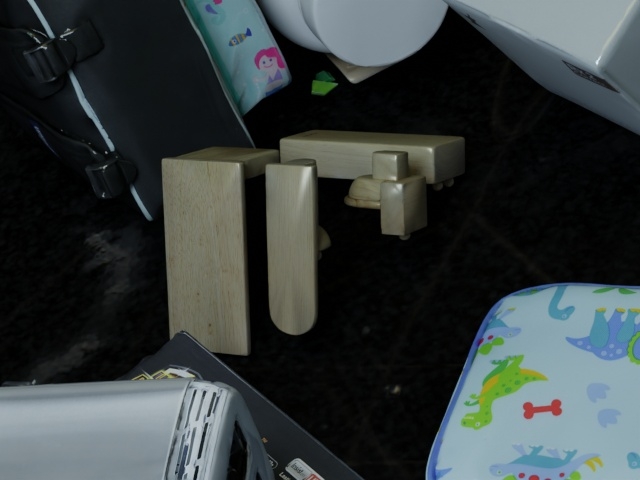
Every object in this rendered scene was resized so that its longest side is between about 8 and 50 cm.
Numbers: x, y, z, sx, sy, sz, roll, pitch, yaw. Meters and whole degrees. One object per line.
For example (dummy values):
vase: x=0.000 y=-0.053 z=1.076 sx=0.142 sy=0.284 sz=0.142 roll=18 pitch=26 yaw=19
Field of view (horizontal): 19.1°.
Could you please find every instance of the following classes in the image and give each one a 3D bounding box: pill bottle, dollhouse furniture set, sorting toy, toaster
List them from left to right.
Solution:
toaster: x=-0.107 y=0.155 z=0.935 sx=0.146 sy=0.129 sz=0.227 roll=-7 pitch=40 yaw=13
pill bottle: x=0.000 y=-0.218 z=1.369 sx=0.136 sy=0.136 sz=0.245 roll=-28 pitch=35 yaw=-6
dollhouse furniture set: x=0.000 y=0.000 z=1.235 sx=0.144 sy=0.123 sz=0.151 roll=5 pitch=13 yaw=28
sorting toy: x=0.024 y=-0.133 z=1.379 sx=0.083 sy=0.012 sz=0.062 roll=-28 pitch=39 yaw=-6

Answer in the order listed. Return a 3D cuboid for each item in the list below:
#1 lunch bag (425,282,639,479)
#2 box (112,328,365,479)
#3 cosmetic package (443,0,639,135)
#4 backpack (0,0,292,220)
lunch bag: x=0.173 y=0.110 z=0.992 sx=0.219 sy=0.090 sz=0.176 roll=1 pitch=45 yaw=25
box: x=-0.101 y=0.215 z=1.014 sx=0.293 sy=0.073 sz=0.295 roll=-37 pitch=42 yaw=-18
cosmetic package: x=0.204 y=-0.175 z=1.193 sx=0.151 sy=0.151 sz=0.183 roll=34 pitch=92 yaw=44
backpack: x=-0.158 y=-0.152 z=1.321 sx=0.191 sy=0.225 sz=0.253 roll=-39 pitch=31 yaw=-20
